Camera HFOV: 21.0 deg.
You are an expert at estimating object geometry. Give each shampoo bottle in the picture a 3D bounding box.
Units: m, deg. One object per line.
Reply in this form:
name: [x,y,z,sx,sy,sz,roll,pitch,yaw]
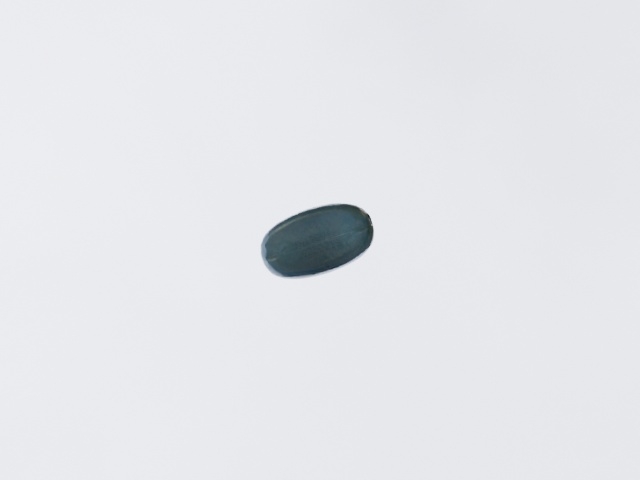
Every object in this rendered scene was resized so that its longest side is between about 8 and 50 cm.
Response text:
shampoo bottle: [0.000,0.000,1.641,0.103,0.258,0.061,-18,-90,1]
